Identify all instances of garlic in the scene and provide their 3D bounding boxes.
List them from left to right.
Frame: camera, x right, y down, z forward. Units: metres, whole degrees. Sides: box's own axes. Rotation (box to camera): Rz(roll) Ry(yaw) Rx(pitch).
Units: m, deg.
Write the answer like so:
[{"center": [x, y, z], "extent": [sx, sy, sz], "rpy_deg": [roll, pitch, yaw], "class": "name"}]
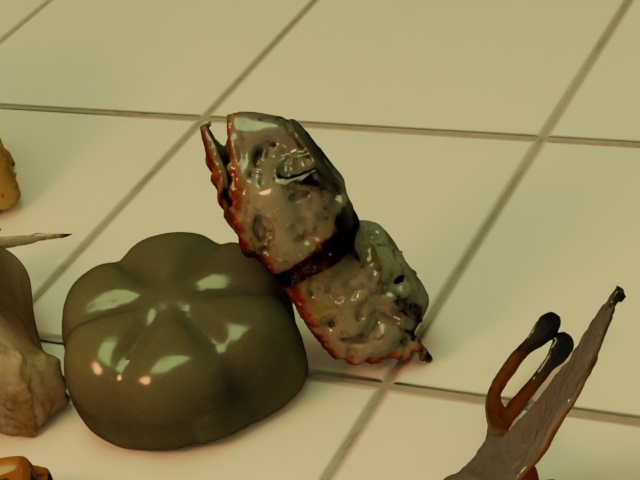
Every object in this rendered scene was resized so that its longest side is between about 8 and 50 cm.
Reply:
[{"center": [-0.418, 0.055, 1.787], "extent": [0.246, 0.231, 0.340], "rpy_deg": [-14, 38, 3], "class": "garlic"}]

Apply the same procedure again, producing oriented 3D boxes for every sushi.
[{"center": [0.000, 0.000, 1.663], "extent": [0.130, 0.332, 0.124], "rpy_deg": [-27, 25, 15], "class": "sushi"}]

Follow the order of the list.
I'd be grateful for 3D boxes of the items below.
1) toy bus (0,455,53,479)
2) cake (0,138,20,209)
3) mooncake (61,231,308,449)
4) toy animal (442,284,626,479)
[{"center": [-0.299, 0.272, 1.533], "extent": [0.083, 0.088, 0.194], "rpy_deg": [-15, 32, -1], "class": "toy bus"}, {"center": [-0.551, -0.161, 2.168], "extent": [0.222, 0.227, 0.286], "rpy_deg": [-19, 32, -8], "class": "cake"}, {"center": [-0.151, 0.103, 1.706], "extent": [0.275, 0.135, 0.275], "rpy_deg": [-8, 36, 6], "class": "mooncake"}, {"center": [0.169, 0.184, 1.473], "extent": [0.302, 0.225, 0.284], "rpy_deg": [-35, 17, -12], "class": "toy animal"}]
